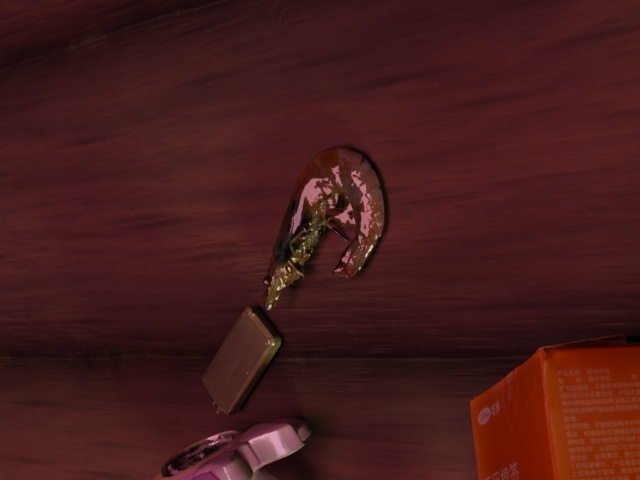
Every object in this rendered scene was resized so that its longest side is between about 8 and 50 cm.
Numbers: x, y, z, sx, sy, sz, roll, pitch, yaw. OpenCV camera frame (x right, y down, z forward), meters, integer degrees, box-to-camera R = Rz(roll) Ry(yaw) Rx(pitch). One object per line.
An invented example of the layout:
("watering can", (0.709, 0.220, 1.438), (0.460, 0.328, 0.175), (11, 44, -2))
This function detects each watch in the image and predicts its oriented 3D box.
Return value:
("watch", (-0.095, 0.365, 1.578), (0.248, 0.211, 0.217), (-19, 99, 51))

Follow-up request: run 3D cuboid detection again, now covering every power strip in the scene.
("power strip", (-0.114, 0.173, 1.660), (0.076, 0.028, 0.169), (50, 124, 28))

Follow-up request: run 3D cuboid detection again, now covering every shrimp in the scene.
("shrimp", (-0.001, 0.000, 1.519), (0.143, 0.052, 0.251), (42, 120, 30))

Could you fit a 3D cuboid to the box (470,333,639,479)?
("box", (0.256, 0.280, 1.127), (0.225, 0.143, 0.341), (118, 150, -67))
